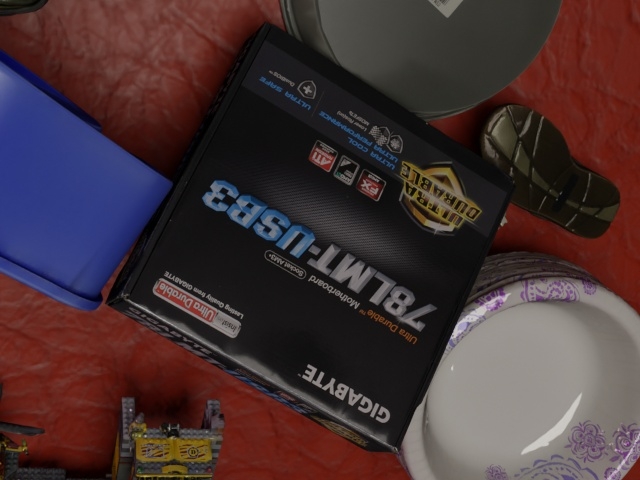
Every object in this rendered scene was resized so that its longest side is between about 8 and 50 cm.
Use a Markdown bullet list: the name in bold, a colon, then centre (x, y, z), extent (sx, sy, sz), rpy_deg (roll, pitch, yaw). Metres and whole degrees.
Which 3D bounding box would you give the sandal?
- **sandal**: centre (0.231, -0.071, 1.281), extent (0.219, 0.060, 0.090), rpy_deg (26, 98, -38)

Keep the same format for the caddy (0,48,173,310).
- **caddy**: centre (-0.285, -0.061, 1.001), extent (0.179, 0.241, 0.341), rpy_deg (-52, 145, 0)

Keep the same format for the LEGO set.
- **LEGO set**: centre (-0.214, 0.263, 1.156), extent (0.331, 0.255, 0.192), rpy_deg (9, 134, -8)

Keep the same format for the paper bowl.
- **paper bowl**: centre (0.197, 0.148, 1.297), extent (0.284, 0.148, 0.284), rpy_deg (-5, 111, -14)

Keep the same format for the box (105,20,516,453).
- **box**: centre (0.000, 0.000, 1.137), extent (0.295, 0.073, 0.293), rpy_deg (32, 70, -15)

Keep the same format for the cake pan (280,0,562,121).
- **cake pan**: centre (0.108, -0.249, 1.178), extent (0.293, 0.054, 0.293), rpy_deg (-6, 111, -14)

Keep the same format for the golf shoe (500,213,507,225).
- **golf shoe**: centre (0.101, -0.009, 1.268), extent (0.176, 0.069, 0.086), rpy_deg (-36, 98, -7)

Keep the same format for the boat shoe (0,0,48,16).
- **boat shoe**: centre (-0.335, -0.238, 1.039), extent (0.224, 0.073, 0.080), rpy_deg (11, 105, -20)
